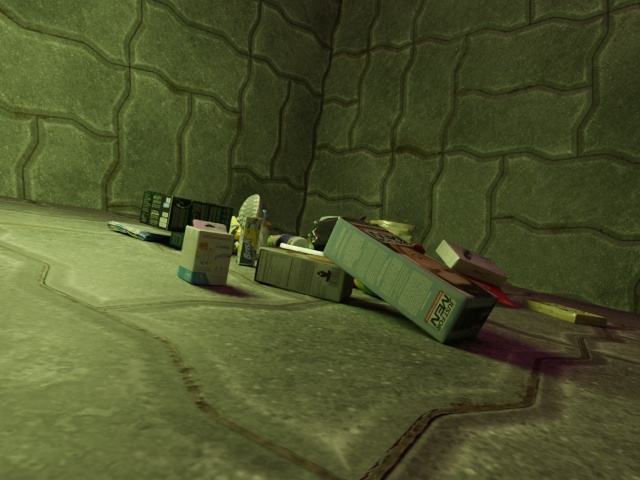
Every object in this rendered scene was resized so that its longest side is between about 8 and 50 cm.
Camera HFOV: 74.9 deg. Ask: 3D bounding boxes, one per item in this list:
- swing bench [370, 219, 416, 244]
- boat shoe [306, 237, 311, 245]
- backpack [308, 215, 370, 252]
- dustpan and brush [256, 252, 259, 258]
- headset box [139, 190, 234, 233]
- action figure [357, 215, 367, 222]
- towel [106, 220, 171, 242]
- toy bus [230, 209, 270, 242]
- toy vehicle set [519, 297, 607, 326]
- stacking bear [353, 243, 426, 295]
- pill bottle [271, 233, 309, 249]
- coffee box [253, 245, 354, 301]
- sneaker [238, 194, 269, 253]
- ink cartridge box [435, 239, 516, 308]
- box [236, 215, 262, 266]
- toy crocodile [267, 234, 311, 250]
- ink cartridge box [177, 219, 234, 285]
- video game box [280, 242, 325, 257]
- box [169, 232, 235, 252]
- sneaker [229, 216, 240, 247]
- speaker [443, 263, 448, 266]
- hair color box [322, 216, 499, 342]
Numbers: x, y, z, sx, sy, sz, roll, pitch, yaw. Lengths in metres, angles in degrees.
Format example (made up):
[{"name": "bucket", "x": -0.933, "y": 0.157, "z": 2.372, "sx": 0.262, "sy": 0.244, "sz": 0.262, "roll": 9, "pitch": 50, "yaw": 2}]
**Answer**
[{"name": "swing bench", "x": 0.296, "y": 0.045, "z": 1.861, "sx": 0.165, "sy": 0.253, "sz": 0.255, "roll": 10, "pitch": 2, "yaw": -2}, {"name": "boat shoe", "x": 0.000, "y": 0.000, "z": 2.189, "sx": 0.096, "sy": 0.098, "sz": 0.277, "roll": 24, "pitch": -41, "yaw": -21}, {"name": "backpack", "x": 0.088, "y": 0.007, "z": 1.912, "sx": 0.290, "sy": 0.274, "sz": 0.356, "roll": 3, "pitch": -27, "yaw": -2}, {"name": "dustpan and brush", "x": -0.152, "y": 0.075, "z": 1.666, "sx": 0.147, "sy": 0.060, "sz": 0.211, "roll": -1, "pitch": 0, "yaw": 41}, {"name": "headset box", "x": -0.516, "y": -0.099, "z": 1.643, "sx": 0.246, "sy": 0.131, "sz": 0.283, "roll": 13, "pitch": 3, "yaw": 44}, {"name": "action figure", "x": 0.230, "y": 0.029, "z": 2.084, "sx": 0.185, "sy": 0.285, "sz": 0.099, "roll": -30, "pitch": -9, "yaw": 41}, {"name": "towel", "x": -0.723, "y": -0.029, "z": 1.741, "sx": 0.284, "sy": 0.034, "sz": 0.209, "roll": 14, "pitch": 2, "yaw": 34}, {"name": "toy bus", "x": -0.307, "y": -0.062, "z": 1.884, "sx": 0.149, "sy": 0.212, "sz": 0.220, "roll": 23, "pitch": -7, "yaw": -17}, {"name": "toy vehicle set", "x": 0.976, "y": 0.289, "z": 1.695, "sx": 0.165, "sy": 0.035, "sz": 0.267, "roll": 10, "pitch": 2, "yaw": -20}, {"name": "stacking bear", "x": 0.167, "y": 0.093, "z": 1.322, "sx": 0.175, "sy": 0.164, "sz": 0.289, "roll": 8, "pitch": -8, "yaw": -28}, {"name": "pill bottle", "x": -0.148, "y": 0.028, "z": 1.968, "sx": 0.112, "sy": 0.112, "sz": 0.186, "roll": 9, "pitch": 3, "yaw": -40}, {"name": "coffee box", "x": -0.038, "y": 0.088, "z": 1.157, "sx": 0.246, "sy": 0.098, "sz": 0.141, "roll": 12, "pitch": 3, "yaw": 17}, {"name": "sneaker", "x": -0.271, "y": -0.053, "z": 1.750, "sx": 0.105, "sy": 0.282, "sz": 0.115, "roll": -11, "pitch": -20, "yaw": 31}, {"name": "ink cartridge box", "x": 0.644, "y": 0.134, "z": 1.696, "sx": 0.296, "sy": 0.066, "sz": 0.261, "roll": 19, "pitch": 27, "yaw": -26}, {"name": "box", "x": -0.247, "y": 0.002, "z": 1.441, "sx": 0.059, "sy": 0.169, "sz": 0.054, "roll": 9, "pitch": 4, "yaw": -21}, {"name": "toy crocodile", "x": -0.163, "y": 0.022, "z": 2.144, "sx": 0.340, "sy": 0.105, "sz": 0.115, "roll": 11, "pitch": 2, "yaw": 26}, {"name": "ink cartridge box", "x": -0.274, "y": 0.027, "z": 1.004, "sx": 0.092, "sy": 0.143, "sz": 0.090, "roll": 8, "pitch": 3, "yaw": -38}, {"name": "video game box", "x": -0.047, "y": 0.072, "z": 1.765, "sx": 0.205, "sy": 0.048, "sz": 0.187, "roll": 12, "pitch": -8, "yaw": 25}, {"name": "box", "x": -0.474, "y": 0.004, "z": 1.692, "sx": 0.100, "sy": 0.060, "sz": 0.244, "roll": 12, "pitch": 3, "yaw": 39}, {"name": "sneaker", "x": -0.449, "y": -0.051, "z": 2.108, "sx": 0.384, "sy": 0.147, "sz": 0.145, "roll": 10, "pitch": 4, "yaw": 21}, {"name": "speaker", "x": 0.596, "y": 0.169, "z": 1.801, "sx": 0.296, "sy": 0.131, "sz": 0.131, "roll": 8, "pitch": 3, "yaw": -41}, {"name": "hair color box", "x": 0.202, "y": 0.081, "z": 0.994, "sx": 0.185, "sy": 0.114, "sz": 0.374, "roll": 7, "pitch": 22, "yaw": -48}]
